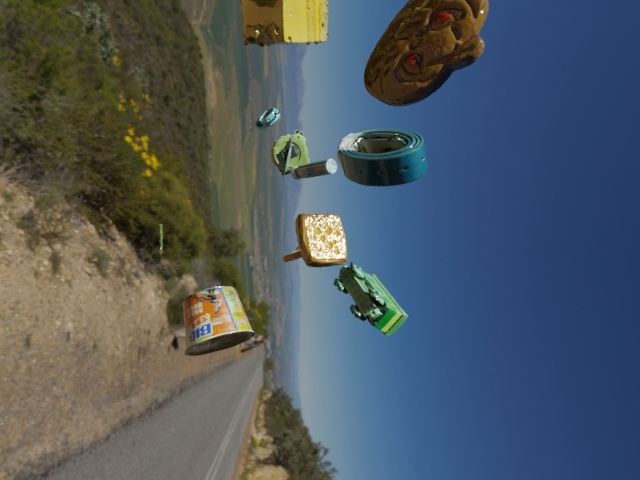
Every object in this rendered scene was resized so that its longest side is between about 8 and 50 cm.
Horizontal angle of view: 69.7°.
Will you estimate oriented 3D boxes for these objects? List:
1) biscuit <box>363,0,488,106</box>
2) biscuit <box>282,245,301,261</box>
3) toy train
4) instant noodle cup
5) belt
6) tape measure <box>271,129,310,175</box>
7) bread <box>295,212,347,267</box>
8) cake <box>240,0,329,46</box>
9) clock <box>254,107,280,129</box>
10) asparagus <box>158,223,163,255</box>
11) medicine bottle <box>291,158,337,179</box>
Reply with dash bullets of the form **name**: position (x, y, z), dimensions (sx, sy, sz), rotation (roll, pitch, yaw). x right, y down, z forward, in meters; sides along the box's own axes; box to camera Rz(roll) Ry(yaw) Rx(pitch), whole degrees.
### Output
- **biscuit**: position (0.296, -0.559, 1.291), dimensions (0.350, 0.070, 0.394), rotation (30, -89, 45)
- **biscuit**: position (-0.050, 0.037, 2.146), dimensions (0.309, 0.205, 0.040), rotation (-42, 112, -73)
- **toy train**: position (0.174, 0.208, 1.698), dimensions (0.120, 0.202, 0.301), rotation (-49, -142, 11)
- **instant noodle cup**: position (-0.440, 0.329, 1.911), dimensions (0.296, 0.297, 0.213), rotation (97, -24, -69)
- **belt**: position (0.270, -0.382, 2.080), dimensions (0.437, 0.300, 0.173), rotation (14, -47, 44)
- **tape measure**: position (-0.126, -0.371, 1.993), dimensions (0.106, 0.176, 0.199), rotation (-90, 169, -82)
- **bread**: position (0.000, 0.000, 1.927), dimensions (0.099, 0.211, 0.234), rotation (-39, -123, 56)
- **cake**: position (-0.146, -0.763, 1.520), dimensions (0.223, 0.286, 0.227), rotation (22, -56, 42)
- **clock**: position (-0.232, -0.570, 2.130), dimensions (0.045, 0.147, 0.108), rotation (46, 59, -30)
- **asparagus**: position (-0.558, -0.001, 1.606), dimensions (0.014, 0.015, 0.114), rotation (-8, 104, -51)
- **medicine bottle**: position (-0.024, -0.234, 1.520), dimensions (0.191, 0.051, 0.051), rotation (1, -88, 52)
